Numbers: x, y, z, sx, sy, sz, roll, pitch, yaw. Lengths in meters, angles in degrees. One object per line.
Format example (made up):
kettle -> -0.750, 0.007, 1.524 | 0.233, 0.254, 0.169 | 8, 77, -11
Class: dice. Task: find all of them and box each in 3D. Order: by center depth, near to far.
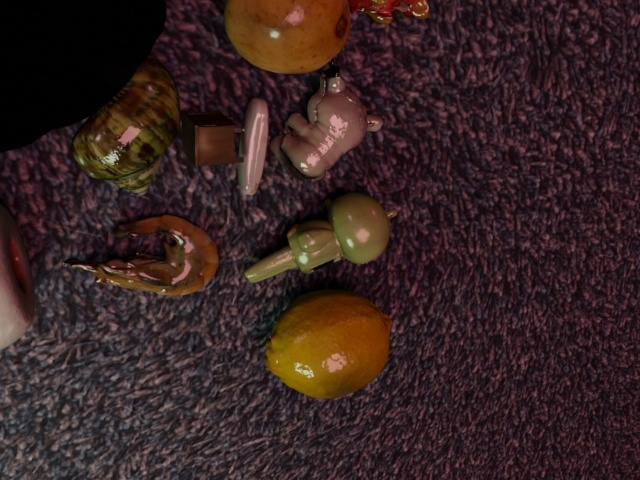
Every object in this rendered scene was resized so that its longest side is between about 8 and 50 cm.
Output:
dice -> -0.535, 0.057, 0.870 | 0.192, 0.194, 0.193 | -15, 120, -16

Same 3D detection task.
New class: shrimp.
shrimp -> -0.293, 0.022, 1.028 | 0.254, 0.059, 0.145 | 15, 105, -27

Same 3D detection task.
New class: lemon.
lemon -> 0.017, 0.195, 1.149 | 0.260, 0.204, 0.204 | -14, 118, -16

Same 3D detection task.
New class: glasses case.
glasses case -> -0.113, -0.157, 1.010 | 0.041, 0.063, 0.164 | 2, 113, -20

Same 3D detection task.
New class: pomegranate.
pomegranate -> -0.057, -0.338, 0.887 | 0.196, 0.196, 0.196 | -9, 117, -18

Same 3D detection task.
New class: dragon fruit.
dragon fruit -> 0.097, -0.410, 0.938 | 0.208, 0.150, 0.133 | 26, 70, -34

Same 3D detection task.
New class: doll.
doll -> 0.009, -0.188, 1.027 | 0.149, 0.095, 0.192 | 35, 101, -29

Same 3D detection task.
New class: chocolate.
chocolate -> -0.387, -0.280, 0.758 | 0.340, 0.210, 0.225 | -36, 151, -8

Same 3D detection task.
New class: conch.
conch -> -0.277, -0.161, 0.900 | 0.187, 0.124, 0.181 | -41, 170, -35

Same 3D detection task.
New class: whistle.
whistle -> -0.001, -0.010, 1.108 | 0.294, 0.141, 0.141 | -11, 119, 3

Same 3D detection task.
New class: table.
table -> -0.173, -0.166, 0.973 | 0.082, 0.083, 0.070 | -8, 120, -25
